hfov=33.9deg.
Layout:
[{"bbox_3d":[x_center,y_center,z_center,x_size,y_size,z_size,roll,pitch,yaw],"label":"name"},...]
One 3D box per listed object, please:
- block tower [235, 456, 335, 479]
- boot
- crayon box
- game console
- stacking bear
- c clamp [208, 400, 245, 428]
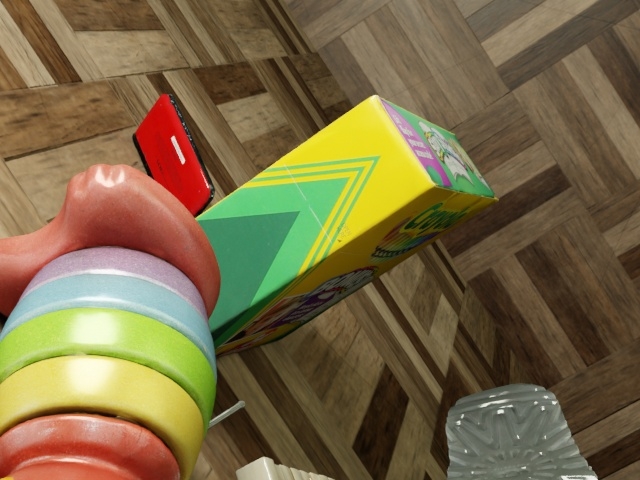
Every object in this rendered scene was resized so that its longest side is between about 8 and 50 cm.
[{"bbox_3d":[0.008,0.281,0.959,0.335,0.097,0.091,37,25,-56],"label":"block tower"},{"bbox_3d":[0.209,0.397,0.904,0.367,0.146,0.445,-53,131,-69],"label":"boot"},{"bbox_3d":[0.000,0.000,1.063,0.106,0.313,0.363,60,16,8],"label":"crayon box"},{"bbox_3d":[-0.148,-0.077,1.199,0.085,0.124,0.144,-5,59,-43],"label":"game console"},{"bbox_3d":[-0.151,0.120,0.686,0.164,0.175,0.289,39,32,-31],"label":"stacking bear"},{"bbox_3d":[-0.151,0.109,0.873,0.160,0.022,0.137,55,40,-2],"label":"c clamp"}]
